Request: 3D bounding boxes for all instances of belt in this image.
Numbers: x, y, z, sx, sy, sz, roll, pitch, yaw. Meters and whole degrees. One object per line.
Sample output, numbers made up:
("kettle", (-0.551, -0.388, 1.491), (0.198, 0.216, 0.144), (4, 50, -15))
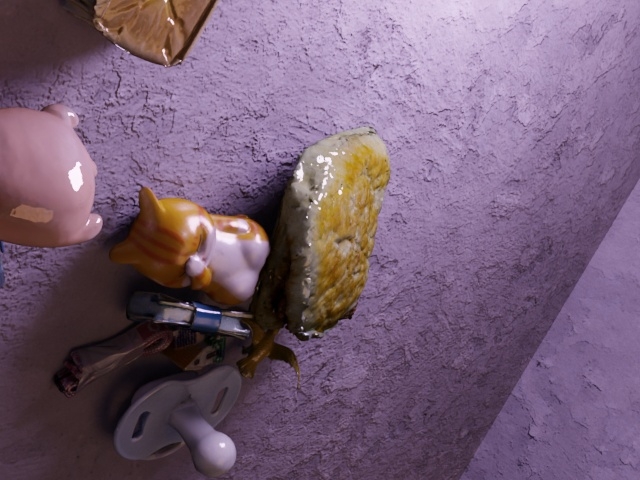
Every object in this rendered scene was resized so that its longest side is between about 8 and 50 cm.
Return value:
("belt", (-0.377, 0.207, 1.777), (0.232, 0.053, 0.071), (-27, 145, -32))

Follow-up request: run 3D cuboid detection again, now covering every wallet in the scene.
("wallet", (-0.237, 0.137, 1.758), (0.202, 0.141, 0.059), (15, 78, -32))

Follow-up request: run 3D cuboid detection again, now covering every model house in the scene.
("model house", (-0.248, 0.195, 1.882), (0.100, 0.088, 0.100), (-21, 130, -39))

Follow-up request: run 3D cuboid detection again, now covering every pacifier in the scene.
("pacifier", (-0.253, 0.377, 1.903), (0.300, 0.233, 0.244), (-10, 130, -42))

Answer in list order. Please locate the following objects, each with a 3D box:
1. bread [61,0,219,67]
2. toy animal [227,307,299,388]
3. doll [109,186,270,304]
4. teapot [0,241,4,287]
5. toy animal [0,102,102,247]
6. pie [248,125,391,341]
("bread", (-0.245, -0.374, 1.390), (0.192, 0.110, 0.209), (17, 106, -46))
("toy animal", (-0.130, 0.214, 2.042), (0.095, 0.155, 0.219), (-40, 104, 18))
("doll", (-0.212, 0.014, 1.702), (0.270, 0.162, 0.166), (20, 90, -51))
("teapot", (-0.505, 0.037, 1.490), (0.064, 0.049, 0.083), (-22, 134, -36))
("toy animal", (-0.489, -0.086, 1.286), (0.345, 0.277, 0.247), (-1, 149, -36))
("pie", (0.001, -0.020, 1.888), (0.395, 0.181, 0.417), (-18, 124, -67))
